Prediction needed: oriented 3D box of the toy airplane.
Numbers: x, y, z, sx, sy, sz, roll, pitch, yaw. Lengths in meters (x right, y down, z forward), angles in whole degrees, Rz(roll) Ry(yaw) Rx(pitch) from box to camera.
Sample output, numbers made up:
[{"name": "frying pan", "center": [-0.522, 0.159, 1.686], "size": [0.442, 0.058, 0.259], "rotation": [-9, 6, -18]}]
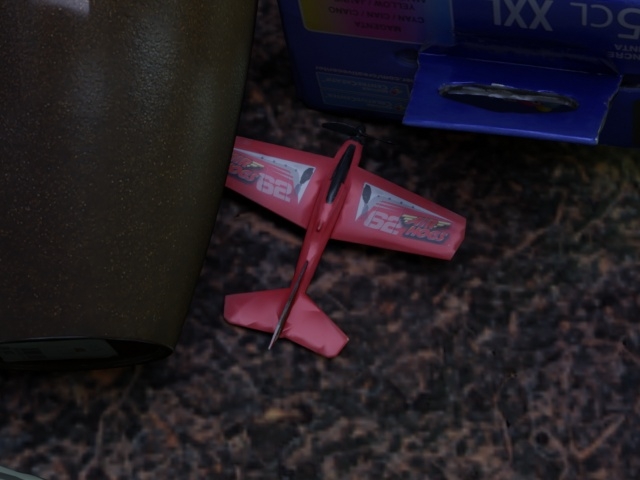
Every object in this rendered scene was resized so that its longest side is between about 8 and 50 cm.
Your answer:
[{"name": "toy airplane", "center": [0.000, 0.000, 1.009], "size": [0.151, 0.028, 0.151], "rotation": [2, 63, -4]}]

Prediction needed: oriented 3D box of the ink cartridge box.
[{"name": "ink cartridge box", "center": [0.134, -0.204, 1.036], "size": [0.270, 0.151, 0.395], "rotation": [7, 64, 12]}]

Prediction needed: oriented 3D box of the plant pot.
[{"name": "plant pot", "center": [-0.130, -0.055, 0.942], "size": [0.215, 0.215, 0.230], "rotation": [-1, 78, -7]}]

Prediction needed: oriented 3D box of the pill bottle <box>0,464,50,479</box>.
[{"name": "pill bottle", "center": [-0.118, 0.207, 0.794], "size": [0.361, 0.204, 0.204], "rotation": [17, 63, 1]}]
